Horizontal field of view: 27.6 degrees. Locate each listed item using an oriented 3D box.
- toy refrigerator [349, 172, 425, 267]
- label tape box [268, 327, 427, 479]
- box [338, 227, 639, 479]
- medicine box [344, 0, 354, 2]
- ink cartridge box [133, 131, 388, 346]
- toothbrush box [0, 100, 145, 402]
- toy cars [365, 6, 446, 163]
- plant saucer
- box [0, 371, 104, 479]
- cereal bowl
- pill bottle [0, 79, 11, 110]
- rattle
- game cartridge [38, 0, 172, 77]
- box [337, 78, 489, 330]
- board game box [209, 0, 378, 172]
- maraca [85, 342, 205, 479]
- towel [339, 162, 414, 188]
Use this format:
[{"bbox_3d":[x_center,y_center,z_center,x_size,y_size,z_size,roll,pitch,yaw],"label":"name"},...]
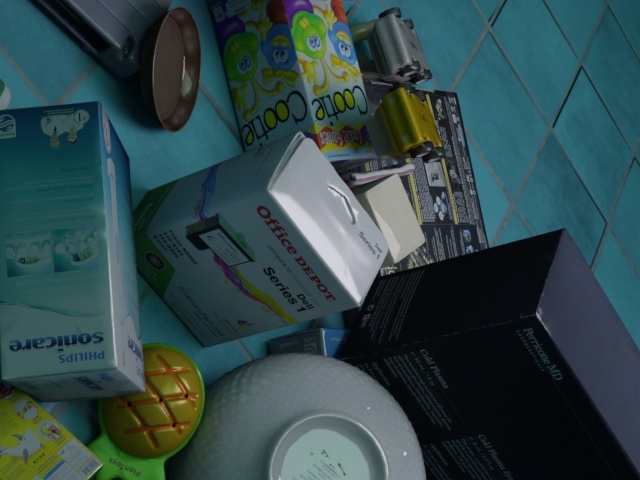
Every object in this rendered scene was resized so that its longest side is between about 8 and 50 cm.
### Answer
[{"bbox_3d":[0.000,0.000,1.756,0.094,0.269,0.102,-32,101,-50],"label":"toy refrigerator"},{"bbox_3d":[0.061,0.305,1.847,0.249,0.115,0.347,8,73,-49],"label":"label tape box"},{"bbox_3d":[0.259,0.195,1.785,0.343,0.312,0.179,55,41,-25],"label":"box"},{"bbox_3d":[-0.086,-0.475,1.790,0.263,0.149,0.289,-3,42,-47],"label":"medicine box"},{"bbox_3d":[-0.087,0.006,1.644,0.201,0.278,0.117,52,43,-24],"label":"ink cartridge box"},{"bbox_3d":[-0.278,0.020,1.453,0.216,0.126,0.295,89,-6,-78],"label":"toothbrush box"},{"bbox_3d":[0.109,-0.220,1.904,0.393,0.087,0.176,-92,157,-52],"label":"toy cars"},{"bbox_3d":[-0.202,-0.229,1.741,0.168,0.029,0.168,6,90,-76],"label":"plant saucer"},{"bbox_3d":[-0.337,0.222,1.413,0.179,0.043,0.105,42,42,5],"label":"box"},{"bbox_3d":[-0.011,0.301,1.629,0.339,0.141,0.339,6,74,-21],"label":"cereal bowl"},{"bbox_3d":[-0.448,-0.195,1.415,0.208,0.117,0.117,48,45,-27],"label":"pill bottle"},{"bbox_3d":[0.056,-0.264,2.110,0.130,0.143,0.200,41,57,10],"label":"rattle"},{"bbox_3d":[-0.331,-0.405,1.679,0.355,0.068,0.230,44,43,-32],"label":"game cartridge"},{"bbox_3d":[0.140,-0.051,2.081,0.318,0.097,0.395,-2,78,-52],"label":"box"},{"bbox_3d":[-0.035,-0.231,1.898,0.144,0.142,0.275,-10,84,-51],"label":"board game box"},{"bbox_3d":[-0.211,0.214,1.568,0.127,0.099,0.185,25,72,-11],"label":"maraca"},{"bbox_3d":[0.019,-0.077,1.863,0.144,0.197,0.029,-16,89,-51],"label":"towel"}]
